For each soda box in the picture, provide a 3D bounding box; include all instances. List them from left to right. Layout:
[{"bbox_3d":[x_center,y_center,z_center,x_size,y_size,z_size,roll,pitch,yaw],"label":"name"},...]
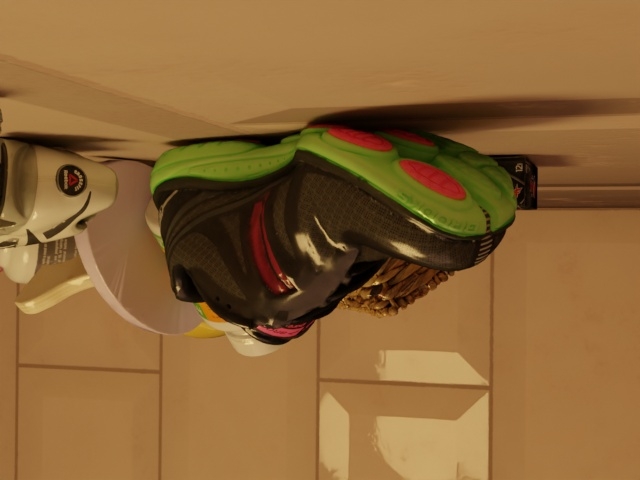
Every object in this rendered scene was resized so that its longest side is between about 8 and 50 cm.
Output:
[{"bbox_3d":[0.233,-0.067,1.246,0.053,0.060,0.169,1,180,17],"label":"soda box"}]

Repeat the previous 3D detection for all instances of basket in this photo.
[{"bbox_3d":[0.059,-0.054,1.286,0.213,0.223,0.299,-34,-170,-15],"label":"basket"}]

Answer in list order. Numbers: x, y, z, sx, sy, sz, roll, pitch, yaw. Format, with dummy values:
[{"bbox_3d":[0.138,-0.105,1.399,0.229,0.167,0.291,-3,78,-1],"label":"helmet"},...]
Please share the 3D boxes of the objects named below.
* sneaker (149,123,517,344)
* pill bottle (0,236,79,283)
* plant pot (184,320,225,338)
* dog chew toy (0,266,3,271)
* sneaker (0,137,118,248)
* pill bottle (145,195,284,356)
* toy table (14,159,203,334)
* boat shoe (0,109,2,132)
[{"bbox_3d":[0.000,0.000,0.955,0.185,0.202,0.483,0,180,-33],"label":"sneaker"},{"bbox_3d":[-0.439,-0.015,1.713,0.319,0.176,0.176,0,180,-27],"label":"pill bottle"},{"bbox_3d":[-0.138,0.007,1.581,0.254,0.253,0.239,1,163,-33],"label":"plant pot"},{"bbox_3d":[-0.658,-0.012,1.900,0.332,0.206,0.207,-9,174,38],"label":"dog chew toy"},{"bbox_3d":[-0.329,-0.042,1.147,0.146,0.122,0.331,3,179,-33],"label":"sneaker"},{"bbox_3d":[-0.117,0.032,1.328,0.136,0.245,0.136,-16,-145,12],"label":"pill bottle"},{"bbox_3d":[-0.277,0.008,1.359,0.161,0.274,0.252,7,-140,36],"label":"toy table"},{"bbox_3d":[-0.341,-0.064,0.712,0.228,0.081,0.079,0,180,-8],"label":"boat shoe"}]
